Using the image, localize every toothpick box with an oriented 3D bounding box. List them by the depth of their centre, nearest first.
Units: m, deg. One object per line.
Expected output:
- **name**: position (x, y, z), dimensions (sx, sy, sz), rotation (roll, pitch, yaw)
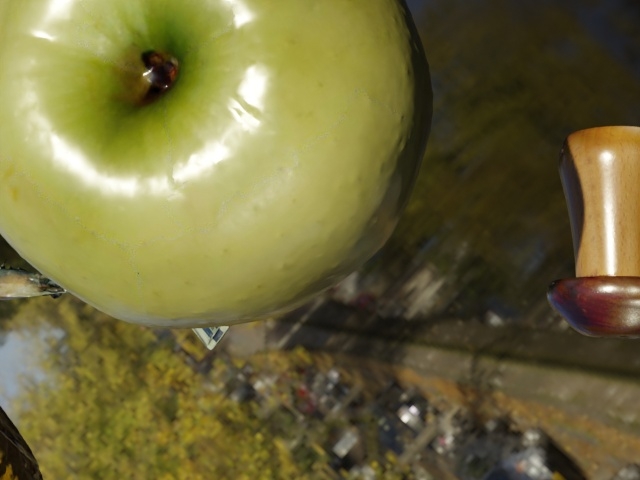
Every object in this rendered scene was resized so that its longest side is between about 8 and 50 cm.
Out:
- **toothpick box**: position (0.418, -0.007, 1.772), dimensions (0.192, 0.294, 0.192), rotation (0, 172, 0)

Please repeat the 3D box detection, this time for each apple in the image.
- **apple**: position (-0.108, -0.129, 1.217), dimensions (0.473, 0.473, 0.473), rotation (42, 172, 8)

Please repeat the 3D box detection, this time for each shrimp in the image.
- **shrimp**: position (-0.486, 0.027, 1.959), dimensions (0.262, 0.198, 0.051), rotation (2, 129, 10)

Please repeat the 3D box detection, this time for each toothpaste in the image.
- **toothpaste**: position (-0.211, 0.079, 1.846), dimensions (0.197, 0.057, 0.035), rotation (49, 145, -19)

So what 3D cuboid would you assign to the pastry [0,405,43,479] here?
- **pastry**: position (-0.547, 0.320, 1.884), dimensions (0.356, 0.164, 0.356), rotation (53, 169, 15)
